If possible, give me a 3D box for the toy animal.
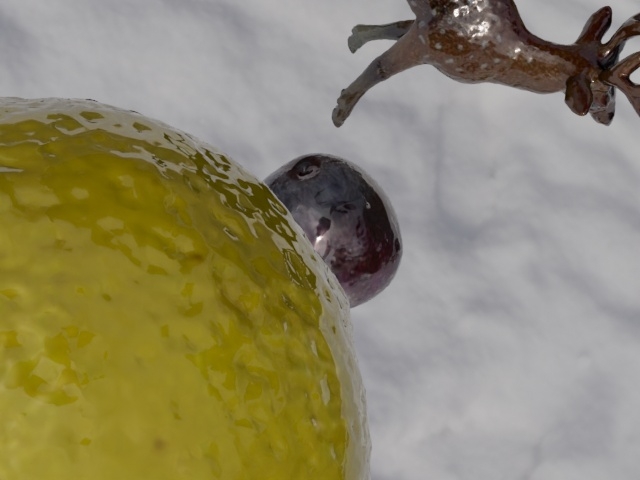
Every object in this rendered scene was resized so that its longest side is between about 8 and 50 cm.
[{"bbox_3d":[0.102,-0.151,0.790,0.087,0.260,0.243,-49,118,-44],"label":"toy animal"}]

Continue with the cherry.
[{"bbox_3d":[-0.003,-0.009,1.467,0.195,0.195,0.195,19,45,-20],"label":"cherry"}]

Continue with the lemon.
[{"bbox_3d":[-0.128,0.098,0.580,0.336,0.336,0.336,19,45,-20],"label":"lemon"}]
